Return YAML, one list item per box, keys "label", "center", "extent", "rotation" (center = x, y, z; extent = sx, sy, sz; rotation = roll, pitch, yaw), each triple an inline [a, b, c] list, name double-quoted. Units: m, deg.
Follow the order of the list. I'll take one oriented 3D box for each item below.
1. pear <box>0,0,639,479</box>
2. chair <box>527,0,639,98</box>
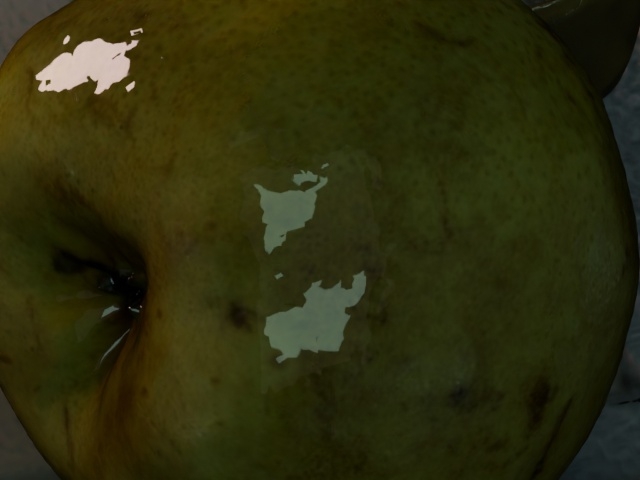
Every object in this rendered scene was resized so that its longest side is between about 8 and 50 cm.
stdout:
- label: "pear"
  center: [0.000, 0.000, 0.877]
  extent: [0.304, 0.304, 0.304]
  rotation: [0, 83, -3]
- label: "chair"
  center: [0.090, -0.193, 0.967]
  extent: [0.158, 0.247, 0.172]
  rotation: [-22, 61, -6]
